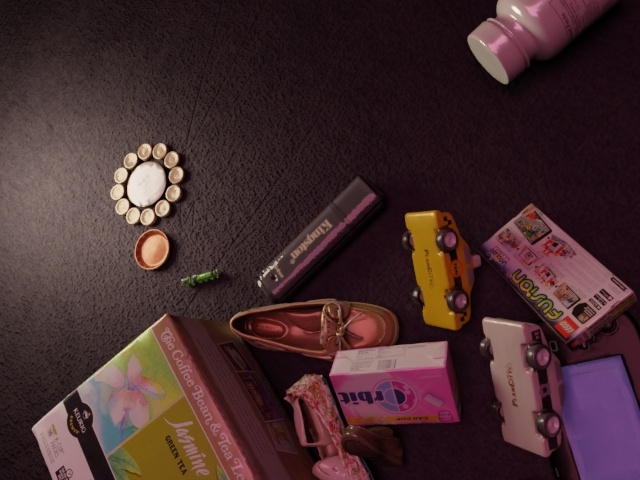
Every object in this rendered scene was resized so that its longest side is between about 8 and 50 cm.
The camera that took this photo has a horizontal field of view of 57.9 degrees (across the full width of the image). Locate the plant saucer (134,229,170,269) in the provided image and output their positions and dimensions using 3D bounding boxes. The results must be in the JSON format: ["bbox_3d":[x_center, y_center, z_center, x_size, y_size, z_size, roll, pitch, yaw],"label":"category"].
[{"bbox_3d":[-0.341,0.019,1.180,0.084,0.013,0.083,-5,77,21],"label":"plant saucer"}]

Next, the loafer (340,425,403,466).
[{"bbox_3d":[0.080,0.306,0.882,0.056,0.148,0.050,-12,52,30],"label":"loafer"}]

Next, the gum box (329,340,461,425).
[{"bbox_3d":[0.112,0.223,0.893,0.189,0.062,0.107,-9,116,20],"label":"gum box"}]

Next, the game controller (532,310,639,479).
[{"bbox_3d":[0.392,0.255,0.800,0.167,0.067,0.318,-17,72,18],"label":"game controller"}]

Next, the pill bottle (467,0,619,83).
[{"bbox_3d":[0.356,-0.363,0.916,0.229,0.131,0.131,-41,67,9],"label":"pill bottle"}]

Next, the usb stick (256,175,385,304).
[{"bbox_3d":[0.000,0.000,1.028,0.278,0.045,0.077,-44,67,8],"label":"usb stick"}]

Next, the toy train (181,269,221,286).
[{"bbox_3d":[-0.232,0.072,1.118,0.083,0.024,0.017,-17,72,18],"label":"toy train"}]

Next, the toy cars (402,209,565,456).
[{"bbox_3d":[0.247,0.115,0.855,0.087,0.176,0.393,-15,56,-26],"label":"toy cars"}]

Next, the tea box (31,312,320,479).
[{"bbox_3d":[-0.230,0.348,0.948,0.324,0.220,0.329,-40,67,9],"label":"tea box"}]

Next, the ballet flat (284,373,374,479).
[{"bbox_3d":[0.009,0.329,0.925,0.240,0.077,0.091,61,142,27],"label":"ballet flat"}]

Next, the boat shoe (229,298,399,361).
[{"bbox_3d":[-0.013,0.152,0.974,0.286,0.089,0.104,-6,76,20],"label":"boat shoe"}]

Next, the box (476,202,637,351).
[{"bbox_3d":[0.337,0.047,0.848,0.114,0.036,0.207,-42,47,9],"label":"box"}]

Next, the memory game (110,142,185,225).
[{"bbox_3d":[-0.364,-0.119,1.221,0.186,0.012,0.186,-5,76,21],"label":"memory game"}]
